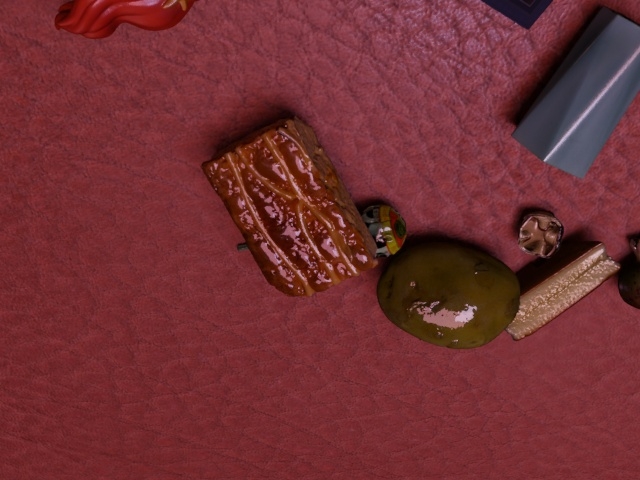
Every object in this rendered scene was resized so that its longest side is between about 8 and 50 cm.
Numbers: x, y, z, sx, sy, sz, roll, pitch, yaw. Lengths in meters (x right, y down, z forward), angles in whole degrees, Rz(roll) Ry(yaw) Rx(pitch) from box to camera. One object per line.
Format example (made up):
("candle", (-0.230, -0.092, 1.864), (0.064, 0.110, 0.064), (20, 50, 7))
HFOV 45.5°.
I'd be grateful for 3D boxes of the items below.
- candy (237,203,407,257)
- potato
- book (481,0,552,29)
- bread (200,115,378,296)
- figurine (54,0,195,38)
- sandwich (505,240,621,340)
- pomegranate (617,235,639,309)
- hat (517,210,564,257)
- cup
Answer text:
("candy", (0.000, 0.000, 1.342), (0.305, 0.083, 0.091), (-9, 93, 11))
("potato", (0.226, 0.095, 1.342), (0.253, 0.186, 0.148), (-2, 153, -3))
("book", (0.273, -0.412, 1.042), (0.269, 0.025, 0.191), (12, 126, -43))
("bread", (-0.046, -0.050, 1.235), (0.184, 0.114, 0.275), (-23, 108, 23))
("figurine", (-0.297, -0.378, 1.032), (0.257, 0.181, 0.208), (42, 72, -27))
("sandwich", (0.426, 0.078, 1.401), (0.090, 0.088, 0.244), (42, 116, -16))
("pomegranate", (0.596, 0.059, 1.387), (0.114, 0.114, 0.142), (-13, 99, 5))
("hat", (0.389, -0.016, 1.353), (0.076, 0.059, 0.077), (12, 117, 8))
("cup", (0.421, -0.230, 1.182), (0.134, 0.148, 0.236), (34, 114, 8))
